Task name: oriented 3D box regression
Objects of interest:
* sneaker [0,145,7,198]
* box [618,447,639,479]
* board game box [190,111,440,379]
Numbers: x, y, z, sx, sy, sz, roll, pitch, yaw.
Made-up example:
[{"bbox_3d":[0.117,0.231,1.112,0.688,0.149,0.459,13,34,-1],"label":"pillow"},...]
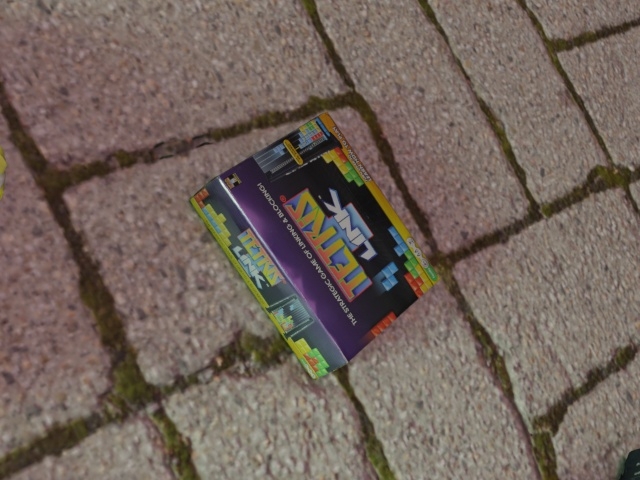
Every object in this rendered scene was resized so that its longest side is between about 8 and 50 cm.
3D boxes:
[{"bbox_3d":[-0.303,-0.087,0.630,0.240,0.091,0.126,24,36,-28],"label":"sneaker"},{"bbox_3d":[0.358,0.355,0.862,0.296,0.182,0.294,49,48,-8],"label":"box"},{"bbox_3d":[0.000,0.000,0.843,0.170,0.048,0.141,55,45,-2],"label":"board game box"}]
